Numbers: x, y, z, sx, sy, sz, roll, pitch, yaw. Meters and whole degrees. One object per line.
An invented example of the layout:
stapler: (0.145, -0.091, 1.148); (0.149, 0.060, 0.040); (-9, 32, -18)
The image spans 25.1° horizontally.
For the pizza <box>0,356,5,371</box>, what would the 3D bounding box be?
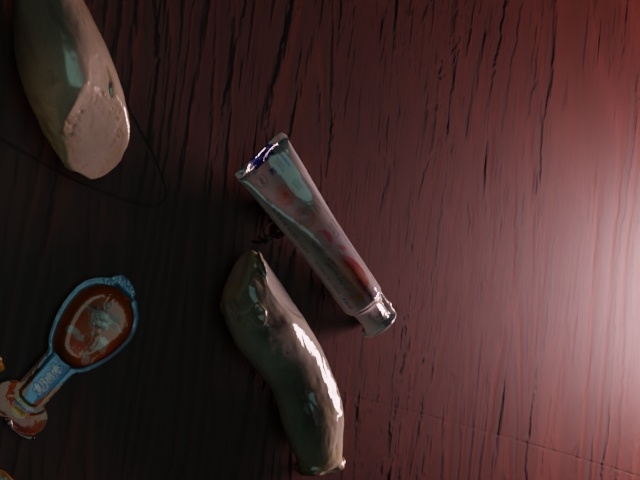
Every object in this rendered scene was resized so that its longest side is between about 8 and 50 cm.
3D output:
pizza: (-0.469, 0.145, 1.866); (0.131, 0.041, 0.178); (41, 74, -20)

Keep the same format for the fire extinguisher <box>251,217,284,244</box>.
fire extinguisher: (-0.054, -0.031, 2.057); (0.032, 0.046, 0.100); (37, 63, 23)

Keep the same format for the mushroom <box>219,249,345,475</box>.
mushroom: (-0.045, 0.178, 2.032); (0.109, 0.097, 0.351); (-30, 104, -21)

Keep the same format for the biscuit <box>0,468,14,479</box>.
biscuit: (-0.526, 0.409, 1.833); (0.197, 0.049, 0.301); (26, 78, -13)

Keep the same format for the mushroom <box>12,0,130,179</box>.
mushroom: (-0.339, -0.252, 1.890); (0.128, 0.128, 0.350); (-14, 91, -24)

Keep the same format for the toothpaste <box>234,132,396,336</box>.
toothpaste: (0.000, 0.000, 2.053); (0.100, 0.066, 0.323); (-44, 113, -22)

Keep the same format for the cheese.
cheese: (-0.336, 0.150, 1.929); (0.106, 0.037, 0.256); (45, 72, -16)
